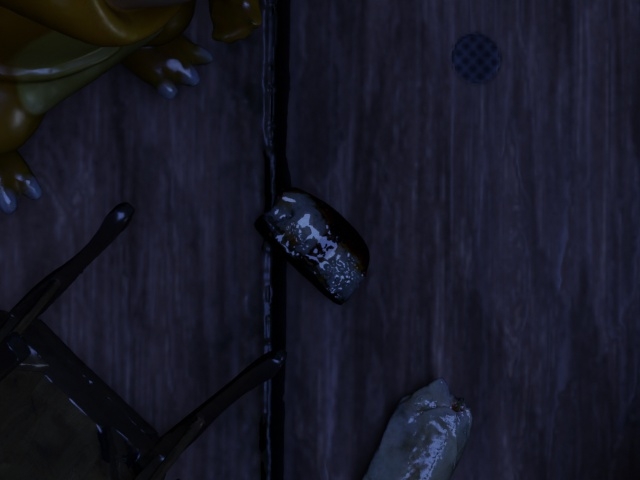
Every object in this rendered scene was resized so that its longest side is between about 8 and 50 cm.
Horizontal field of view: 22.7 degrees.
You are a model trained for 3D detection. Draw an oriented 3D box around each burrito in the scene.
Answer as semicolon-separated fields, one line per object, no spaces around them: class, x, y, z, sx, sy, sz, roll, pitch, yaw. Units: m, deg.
burrito;0.050;0.180;1.062;0.058;0.045;0.188;26;81;-16

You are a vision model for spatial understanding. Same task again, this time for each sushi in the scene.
sushi;0.000;0.000;1.062;0.083;0.044;0.046;44;81;-8

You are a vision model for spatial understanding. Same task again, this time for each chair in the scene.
chair;-0.191;0.145;0.978;0.160;0.319;0.186;44;36;-7

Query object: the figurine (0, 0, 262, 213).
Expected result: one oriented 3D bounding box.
figurine;-0.187;-0.187;0.868;0.401;0.387;0.268;-20;67;-15
